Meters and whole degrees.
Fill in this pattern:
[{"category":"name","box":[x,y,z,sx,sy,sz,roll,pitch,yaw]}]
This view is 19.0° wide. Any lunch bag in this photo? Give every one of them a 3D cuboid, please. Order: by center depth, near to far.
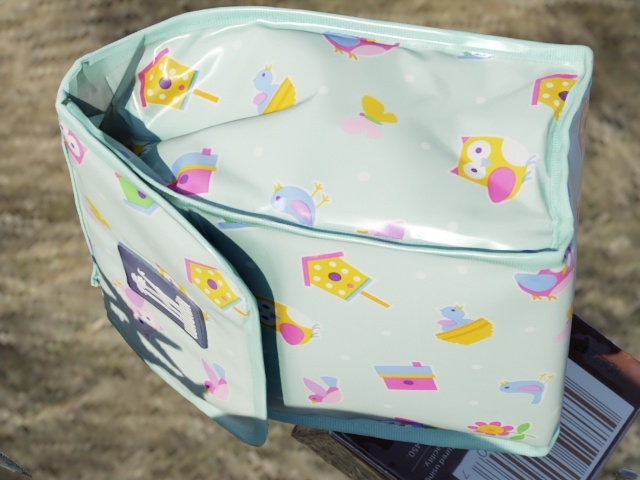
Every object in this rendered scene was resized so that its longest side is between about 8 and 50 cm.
[{"category":"lunch bag","box":[0.000,0.000,0.979,0.223,0.262,0.160,85,12,-59]}]

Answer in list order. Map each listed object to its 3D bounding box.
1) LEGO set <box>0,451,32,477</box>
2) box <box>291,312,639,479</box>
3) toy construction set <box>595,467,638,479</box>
[{"category":"LEGO set","box":[-0.289,0.022,0.806,0.331,0.192,0.255,40,-2,-34]},{"category":"box","box":[0.102,0.119,1.352,0.167,0.168,0.203,36,-10,-3]},{"category":"toy construction set","box":[0.212,0.336,1.468,0.257,0.237,0.309,5,24,-24]}]
